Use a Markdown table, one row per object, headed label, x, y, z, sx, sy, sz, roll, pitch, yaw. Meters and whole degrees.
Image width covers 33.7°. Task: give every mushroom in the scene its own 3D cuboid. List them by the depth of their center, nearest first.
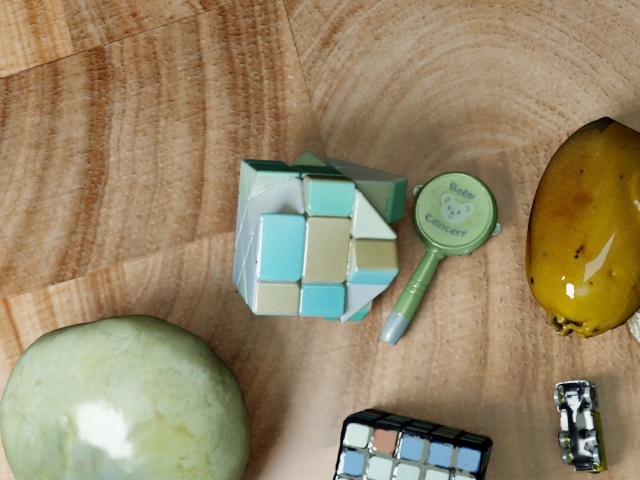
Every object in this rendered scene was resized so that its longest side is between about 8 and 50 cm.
| label | x | y | z | sx | sy | sz | roll | pitch | yaw |
| --- | --- | --- | --- | --- | --- | --- | --- | --- | --- |
| mushroom | -0.255 | 0.250 | 1.389 | 0.352 | 0.260 | 0.352 | 8 | 119 | 15 |

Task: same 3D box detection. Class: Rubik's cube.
| label | x | y | z | sx | sy | sz | roll | pitch | yaw |
| --- | --- | --- | --- | --- | --- | --- | --- | --- | --- |
| Rubik's cube | 0.112 | 0.325 | 1.356 | 0.184 | 0.187 | 0.182 | 12 | 86 | 13 |
| Rubik's cube | 0.000 | 0.000 | 1.406 | 0.213 | 0.265 | 0.224 | 1 | 102 | -14 |

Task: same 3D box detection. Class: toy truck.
| label | x | y | z | sx | sy | sz | roll | pitch | yaw |
| --- | --- | --- | --- | --- | --- | --- | --- | --- | --- |
| toy truck | 0.344 | 0.246 | 1.388 | 0.052 | 0.063 | 0.123 | -10 | 80 | 31 |

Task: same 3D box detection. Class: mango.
| label | x | y | z | sx | sy | sz | roll | pitch | yaw |
| --- | --- | --- | --- | --- | --- | --- | --- | --- | --- |
| mango | 0.363 | -0.014 | 1.368 | 0.201 | 0.153 | 0.287 | 1 | 68 | 47 |

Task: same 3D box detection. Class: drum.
| label | x | y | z | sx | sy | sz | roll | pitch | yaw |
| --- | --- | --- | --- | --- | --- | --- | --- | --- | --- |
| drum | 0.171 | 0.030 | 1.450 | 0.130 | 0.049 | 0.253 | 12 | 86 | 11 |

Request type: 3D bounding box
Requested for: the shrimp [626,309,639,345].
| label | x | y | z | sx | sy | sz | roll | pitch | yaw |
| --- | --- | --- | --- | --- | --- | --- | --- | --- | --- |
| shrimp | 0.510 | 0.112 | 1.377 | 0.249 | 0.068 | 0.150 | 36 | 103 | 17 |
